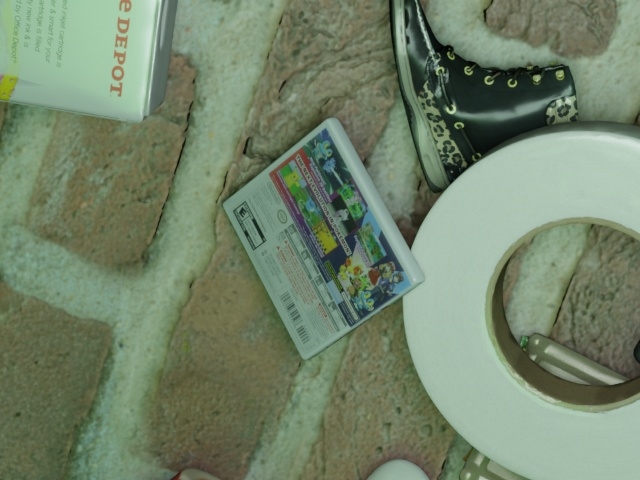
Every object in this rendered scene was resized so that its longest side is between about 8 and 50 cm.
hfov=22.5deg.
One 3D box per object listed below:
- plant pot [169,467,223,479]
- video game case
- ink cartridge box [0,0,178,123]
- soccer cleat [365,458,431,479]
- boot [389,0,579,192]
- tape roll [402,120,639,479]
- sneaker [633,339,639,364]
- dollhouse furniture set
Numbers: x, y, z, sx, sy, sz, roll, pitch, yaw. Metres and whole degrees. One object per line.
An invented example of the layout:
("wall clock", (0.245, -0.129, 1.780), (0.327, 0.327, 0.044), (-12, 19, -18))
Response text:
("plant pot", (-0.156, 0.410, 1.820), (0.275, 0.275, 0.243), (39, 95, -5))
("video game case", (0.000, 0.000, 1.730), (0.183, 0.023, 0.201), (-37, 75, 36))
("ink cartridge box", (-0.308, -0.262, 1.702), (0.306, 0.131, 0.226), (10, 105, 1))
("soccer cleat", (0.039, 0.409, 1.831), (0.116, 0.143, 0.331), (27, 108, 25))
("boot", (0.172, -0.178, 1.701), (0.178, 0.085, 0.236), (-12, 111, 7))
("tape roll", (0.280, 0.070, 1.670), (0.392, 0.072, 0.392), (4, 105, 16))
("sneaker", (0.488, 0.102, 1.746), (0.281, 0.106, 0.163), (16, 101, -9))
("dollhouse furniture set", (0.328, 0.261, 1.816), (0.301, 0.151, 0.198), (27, 86, 16))
